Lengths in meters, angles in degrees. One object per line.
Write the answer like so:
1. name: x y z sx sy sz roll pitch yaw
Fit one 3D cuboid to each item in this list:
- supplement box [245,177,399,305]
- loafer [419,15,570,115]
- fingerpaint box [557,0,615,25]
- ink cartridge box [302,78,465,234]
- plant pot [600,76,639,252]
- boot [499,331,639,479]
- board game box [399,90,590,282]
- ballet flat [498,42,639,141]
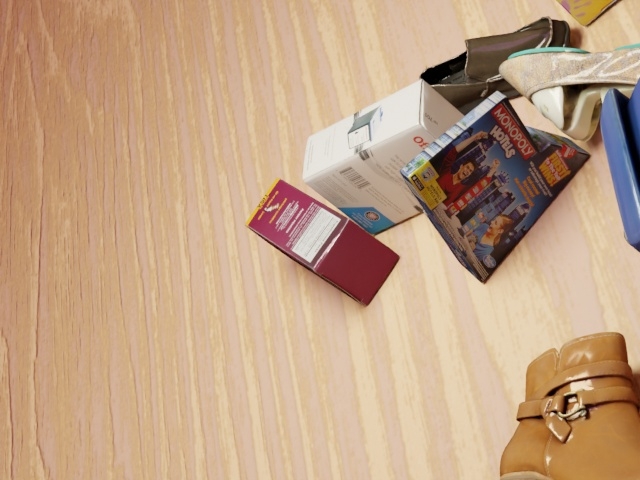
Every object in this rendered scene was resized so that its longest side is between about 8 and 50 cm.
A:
1. supplement box: 0.000 0.000 2.083 0.081 0.104 0.188 -56 36 -2
2. loafer: 0.215 -0.221 2.037 0.220 0.078 0.080 -29 43 32
3. fingerpaint box: 0.410 -0.546 2.002 0.445 0.163 0.371 -37 39 24
4. ink cartridge box: 0.095 -0.101 2.026 0.190 0.139 0.082 -26 43 33
5. plant pot: 0.413 -0.075 1.577 0.212 0.236 0.236 -37 40 32
6. boot: 0.301 0.194 1.610 0.283 0.109 0.220 -25 41 45
7. board game box: 0.207 -0.082 1.879 0.194 0.194 0.060 -40 37 -3
8. ballet flat: 0.324 -0.171 1.860 0.316 0.107 0.106 -1 74 49
